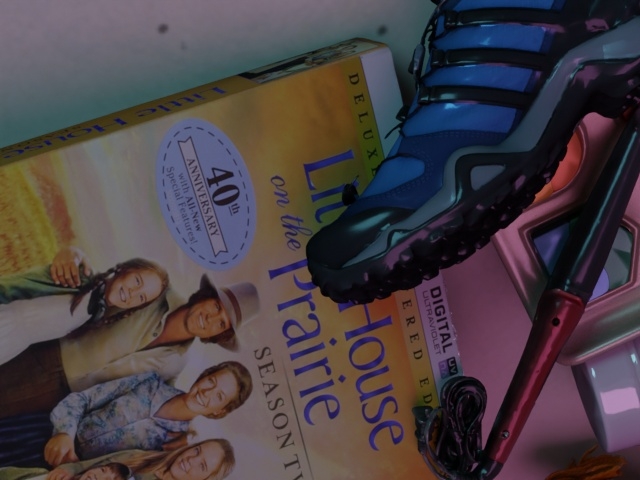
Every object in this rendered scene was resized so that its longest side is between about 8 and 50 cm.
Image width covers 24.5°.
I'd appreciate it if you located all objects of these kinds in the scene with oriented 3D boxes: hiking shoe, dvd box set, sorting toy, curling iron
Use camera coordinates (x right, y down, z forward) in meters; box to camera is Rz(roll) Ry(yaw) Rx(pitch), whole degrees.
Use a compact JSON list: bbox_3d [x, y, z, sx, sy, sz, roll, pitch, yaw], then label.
[{"bbox_3d":[0.094,-0.087,0.884,0.304,0.113,0.132,-41,77,-10],"label":"hiking shoe"},{"bbox_3d":[-0.120,0.080,0.904,0.420,0.062,0.307,-19,108,-17],"label":"dvd box set"},{"bbox_3d":[0.196,-0.045,0.953,0.193,0.038,0.208,-26,96,7],"label":"sorting toy"},{"bbox_3d":[0.143,0.038,0.932,0.068,0.035,0.274,27,98,-24],"label":"curling iron"}]

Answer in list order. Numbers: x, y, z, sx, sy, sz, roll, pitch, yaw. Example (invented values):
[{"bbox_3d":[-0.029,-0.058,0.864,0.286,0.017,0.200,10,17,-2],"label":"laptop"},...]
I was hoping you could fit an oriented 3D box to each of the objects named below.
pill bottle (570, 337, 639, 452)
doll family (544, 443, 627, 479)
[{"bbox_3d":[0.302,0.066,1.029,0.246,0.136,0.136,-17,122,1],"label":"pill bottle"},{"bbox_3d":[0.204,0.246,1.154,0.163,0.118,0.263,14,136,-24],"label":"doll family"}]
